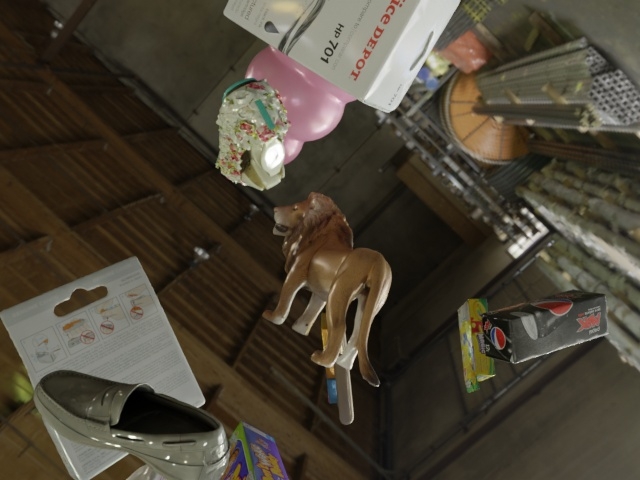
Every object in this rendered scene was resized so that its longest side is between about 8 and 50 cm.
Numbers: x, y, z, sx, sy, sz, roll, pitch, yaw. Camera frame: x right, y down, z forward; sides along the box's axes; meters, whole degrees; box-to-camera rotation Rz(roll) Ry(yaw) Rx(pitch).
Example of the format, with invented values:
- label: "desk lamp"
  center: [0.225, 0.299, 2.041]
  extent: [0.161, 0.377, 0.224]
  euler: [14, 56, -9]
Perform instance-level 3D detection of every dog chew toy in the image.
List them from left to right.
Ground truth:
- label: "dog chew toy"
  center: [-0.030, -0.264, 0.962]
  extent: [0.206, 0.332, 0.206]
  euler: [34, -161, -13]

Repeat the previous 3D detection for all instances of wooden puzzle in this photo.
- label: "wooden puzzle"
  center: [0.025, 0.227, 1.179]
  extent: [0.238, 0.044, 0.221]
  euler: [-113, 17, -79]

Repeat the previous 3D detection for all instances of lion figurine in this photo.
- label: "lion figurine"
  center: [0.027, 0.057, 0.921]
  extent: [0.142, 0.240, 0.392]
  euler: [29, 177, -33]

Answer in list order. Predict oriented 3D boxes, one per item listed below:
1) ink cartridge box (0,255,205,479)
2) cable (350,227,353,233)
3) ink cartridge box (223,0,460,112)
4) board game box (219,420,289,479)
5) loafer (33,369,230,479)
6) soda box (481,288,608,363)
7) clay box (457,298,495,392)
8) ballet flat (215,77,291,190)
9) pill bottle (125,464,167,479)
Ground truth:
- label: "ink cartridge box"
  center: [-0.469, 0.269, 1.251]
  extent: [0.308, 0.091, 0.385]
  euler: [-27, -85, -37]
- label: "cable"
  center: [0.000, 0.000, 1.222]
  extent: [0.072, 0.139, 0.287]
  euler: [31, -174, -7]
- label: "ink cartridge box"
  center: [0.019, -0.237, 0.568]
  extent: [0.191, 0.139, 0.082]
  euler: [37, -161, 22]
- label: "board game box"
  center: [-0.145, 0.474, 0.941]
  extent: [0.078, 0.233, 0.347]
  euler: [33, 175, -12]
- label: "loafer"
  center: [-0.274, 0.248, 0.825]
  extent: [0.319, 0.111, 0.112]
  euler: [16, -154, 13]
- label: "soda box"
  center: [0.293, 0.108, 0.742]
  extent: [0.053, 0.169, 0.060]
  euler: [5, 104, 64]
- label: "clay box"
  center: [0.398, 0.271, 1.462]
  extent: [0.127, 0.053, 0.222]
  euler: [88, 180, -71]
- label: "ballet flat"
  center: [-0.076, -0.101, 0.671]
  extent: [0.077, 0.091, 0.241]
  euler: [56, 171, 8]
- label: "pill bottle"
  center: [-0.447, 0.813, 1.670]
  extent: [0.301, 0.169, 0.169]
  euler: [52, -169, -15]
